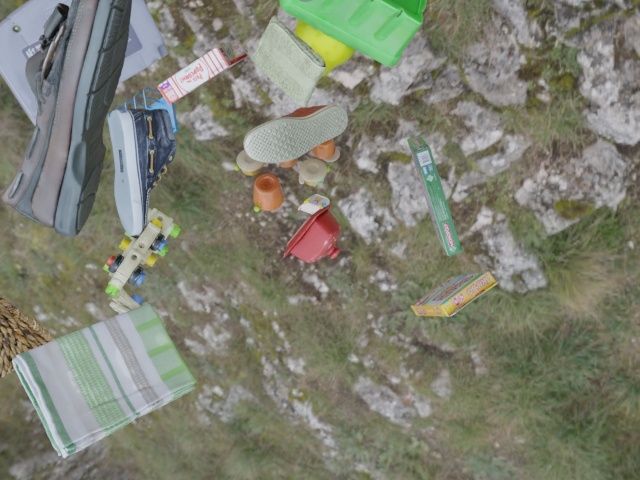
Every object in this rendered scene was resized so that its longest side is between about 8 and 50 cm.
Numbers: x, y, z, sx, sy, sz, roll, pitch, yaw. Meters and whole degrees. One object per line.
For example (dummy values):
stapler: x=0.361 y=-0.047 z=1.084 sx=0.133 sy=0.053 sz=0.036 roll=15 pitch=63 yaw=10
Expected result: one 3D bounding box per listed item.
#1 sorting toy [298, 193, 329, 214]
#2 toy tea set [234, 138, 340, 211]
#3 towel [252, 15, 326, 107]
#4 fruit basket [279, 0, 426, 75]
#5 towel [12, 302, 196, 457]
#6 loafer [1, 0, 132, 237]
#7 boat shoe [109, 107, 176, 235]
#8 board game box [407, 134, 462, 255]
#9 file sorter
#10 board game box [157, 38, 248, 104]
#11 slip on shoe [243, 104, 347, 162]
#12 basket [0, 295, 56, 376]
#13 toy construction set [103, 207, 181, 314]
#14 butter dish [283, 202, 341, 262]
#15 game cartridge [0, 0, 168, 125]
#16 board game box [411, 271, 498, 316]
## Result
sorting toy: x=-0.010 y=-0.107 z=1.914 sx=0.083 sy=0.075 sz=0.045 roll=20 pitch=129 yaw=12
toy tea set: x=-0.089 y=-0.212 z=2.075 sx=0.336 sy=0.200 sz=0.124 roll=-17 pitch=153 yaw=-9
towel: x=-0.060 y=-0.325 z=1.221 sx=0.148 sy=0.027 sz=0.110 roll=45 pitch=133 yaw=14
fruit basket: x=0.059 y=-0.606 z=1.761 sx=0.392 sy=0.283 sz=0.392 roll=12 pitch=162 yaw=4
towel: x=-0.215 y=0.134 z=0.677 sx=0.113 sy=0.152 sz=0.023 roll=57 pitch=143 yaw=13
loafer: x=-0.229 y=-0.120 z=0.583 sx=0.084 sy=0.096 sz=0.268 roll=18 pitch=122 yaw=-9
boat shoe: x=-0.251 y=-0.100 z=0.968 sx=0.065 sy=0.083 sz=0.183 roll=20 pitch=116 yaw=48
board game box: x=0.329 y=-0.135 z=1.941 sx=0.046 sy=0.213 sz=0.317 roll=-19 pitch=106 yaw=6
file sorter: x=-0.502 y=-0.337 z=1.874 sx=0.170 sy=0.104 sz=0.118 roll=-23 pitch=71 yaw=32
board game box: x=-0.237 y=-0.349 z=1.362 sx=0.146 sy=0.193 sz=0.045 roll=-28 pitch=106 yaw=16
slip on shoe: x=-0.075 y=-0.297 z=1.821 sx=0.101 sy=0.331 sz=0.123 roll=25 pitch=132 yaw=44
basket: x=-0.792 y=0.155 z=1.557 sx=0.299 sy=0.223 sz=0.213 roll=28 pitch=124 yaw=19
toy construction set: x=-0.465 y=0.052 z=1.699 sx=0.151 sy=0.328 sz=0.215 roll=20 pitch=157 yaw=-18
butter dish: x=0.000 y=0.000 z=1.750 sx=0.118 sy=0.160 sz=0.160 roll=42 pitch=112 yaw=3
game cartridge: x=-0.446 y=-0.364 z=1.225 sx=0.060 sy=0.294 sz=0.196 roll=28 pitch=148 yaw=47
board game box: x=0.283 y=0.118 z=1.438 sx=0.039 sy=0.124 sz=0.259 roll=56 pitch=171 yaw=-2
